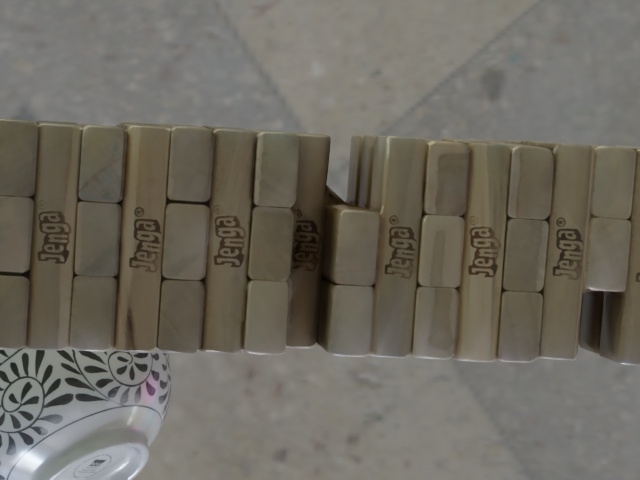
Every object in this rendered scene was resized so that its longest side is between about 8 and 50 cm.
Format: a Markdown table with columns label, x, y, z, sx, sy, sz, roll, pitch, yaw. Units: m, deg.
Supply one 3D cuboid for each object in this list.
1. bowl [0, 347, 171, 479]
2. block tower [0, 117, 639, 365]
| label | x | y | z | sx | sy | sz | roll | pitch | yaw |
| --- | --- | --- | --- | --- | --- | --- | --- | --- | --- |
| bowl | -0.156 | 0.115 | 1.233 | 0.170 | 0.170 | 0.080 | -16 | 60 | -26 |
| block tower | 0.000 | 0.000 | 0.812 | 0.336 | 0.091 | 0.097 | 4 | 93 | -9 |
